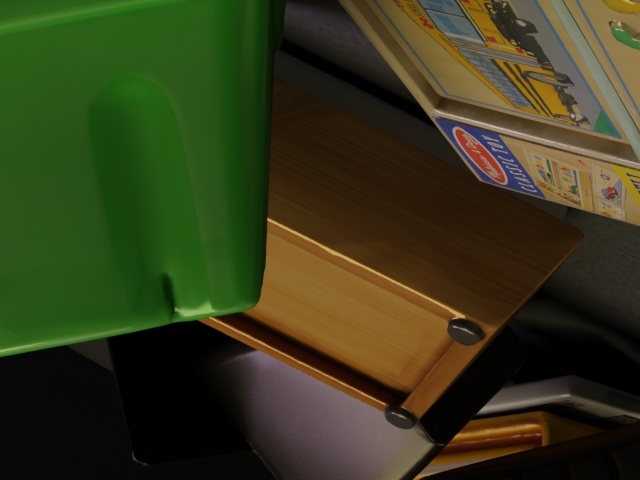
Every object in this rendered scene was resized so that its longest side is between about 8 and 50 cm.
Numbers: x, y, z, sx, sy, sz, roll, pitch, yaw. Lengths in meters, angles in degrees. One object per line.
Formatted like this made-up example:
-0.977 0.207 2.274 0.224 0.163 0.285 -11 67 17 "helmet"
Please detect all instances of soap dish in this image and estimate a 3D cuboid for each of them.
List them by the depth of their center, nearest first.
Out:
0.000 0.000 1.158 0.291 0.118 0.229 26 151 -2 "soap dish"

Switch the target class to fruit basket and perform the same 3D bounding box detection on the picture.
-0.159 -0.133 0.841 0.283 0.392 0.392 -10 166 -1 "fruit basket"

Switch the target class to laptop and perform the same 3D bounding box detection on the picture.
-0.101 0.082 1.479 0.137 0.234 0.264 -14 166 -2 "laptop"

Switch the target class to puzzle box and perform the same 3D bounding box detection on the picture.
0.126 -0.100 0.772 0.272 0.052 0.409 18 166 33 "puzzle box"

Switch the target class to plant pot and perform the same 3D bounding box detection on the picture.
0.049 0.099 1.372 0.188 0.187 0.167 54 144 -5 "plant pot"

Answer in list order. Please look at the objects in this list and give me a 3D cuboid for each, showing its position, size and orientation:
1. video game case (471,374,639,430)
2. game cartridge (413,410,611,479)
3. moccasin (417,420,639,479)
0.211 0.157 1.537 0.173 0.022 0.190 19 157 -36 "video game case"
0.212 0.223 1.634 0.324 0.052 0.285 16 159 -41 "game cartridge"
0.241 0.221 1.388 0.380 0.139 0.147 -12 172 -9 "moccasin"
